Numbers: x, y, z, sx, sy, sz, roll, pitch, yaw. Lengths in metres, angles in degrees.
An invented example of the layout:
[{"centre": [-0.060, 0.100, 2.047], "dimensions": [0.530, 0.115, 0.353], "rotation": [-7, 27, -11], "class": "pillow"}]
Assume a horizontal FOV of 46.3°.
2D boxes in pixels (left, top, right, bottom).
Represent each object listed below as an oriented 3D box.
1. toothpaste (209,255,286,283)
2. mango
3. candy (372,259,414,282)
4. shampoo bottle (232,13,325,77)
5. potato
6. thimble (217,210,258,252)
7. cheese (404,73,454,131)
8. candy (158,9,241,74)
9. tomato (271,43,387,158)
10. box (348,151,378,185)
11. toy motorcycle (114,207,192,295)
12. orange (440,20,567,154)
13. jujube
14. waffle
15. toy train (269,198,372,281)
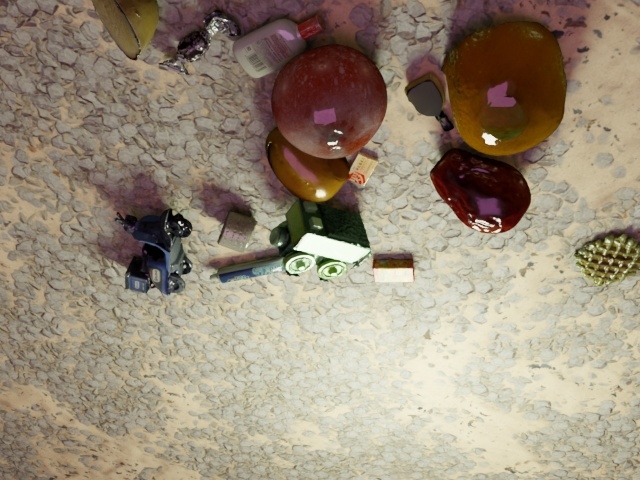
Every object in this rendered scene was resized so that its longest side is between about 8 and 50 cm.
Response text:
[{"centre": [-0.213, 0.090, 2.274], "dimensions": [0.268, 0.047, 0.069], "rotation": [-12, 118, 15], "class": "toothpaste"}, {"centre": [-0.047, -0.198, 1.910], "dimensions": [0.166, 0.136, 0.236], "rotation": [-17, 123, 28], "class": "mango"}, {"centre": [0.216, 0.090, 2.207], "dimensions": [0.122, 0.038, 0.062], "rotation": [-1, 133, 11], "class": "candy"}, {"centre": [-0.091, -0.457, 1.726], "dimensions": [0.220, 0.051, 0.108], "rotation": [-20, 127, 25], "class": "shampoo bottle"}, {"centre": [-0.423, -0.518, 1.680], "dimensions": [0.182, 0.117, 0.202], "rotation": [28, 151, 44], "class": "potato"}, {"centre": [-0.236, -0.023, 2.130], "dimensions": [0.090, 0.102, 0.115], "rotation": [20, 162, -10], "class": "thimble"}, {"centre": [0.275, -0.324, 1.805], "dimensions": [0.086, 0.036, 0.162], "rotation": [-25, 125, 26], "class": "cheese"}, {"centre": [-0.285, -0.456, 1.759], "dimensions": [0.226, 0.051, 0.094], "rotation": [-26, 127, 29], "class": "candy"}, {"centre": [0.019, -0.310, 1.724], "dimensions": [0.270, 0.227, 0.270], "rotation": [-2, 140, -2], "class": "tomato"}, {"centre": [0.108, -0.189, 1.974], "dimensions": [0.058, 0.015, 0.093], "rotation": [21, 133, -9], "class": "box"}, {"centre": [-0.487, 0.029, 2.203], "dimensions": [0.212, 0.125, 0.359], "rotation": [14, 136, 0], "class": "toy motorcycle"}, {"centre": [0.427, -0.331, 1.697], "dimensions": [0.262, 0.196, 0.335], "rotation": [-13, 124, 2], "class": "orange"}, {"centre": [0.401, -0.129, 1.893], "dimensions": [0.255, 0.190, 0.190], "rotation": [37, 130, -2], "class": "jujube"}, {"centre": [0.807, 0.054, 2.081], "dimensions": [0.183, 0.036, 0.169], "rotation": [-31, 120, 32], "class": "waffle"}, {"centre": [0.000, 0.000, 2.050], "dimensions": [0.271, 0.159, 0.188], "rotation": [14, 135, -32], "class": "toy train"}]
